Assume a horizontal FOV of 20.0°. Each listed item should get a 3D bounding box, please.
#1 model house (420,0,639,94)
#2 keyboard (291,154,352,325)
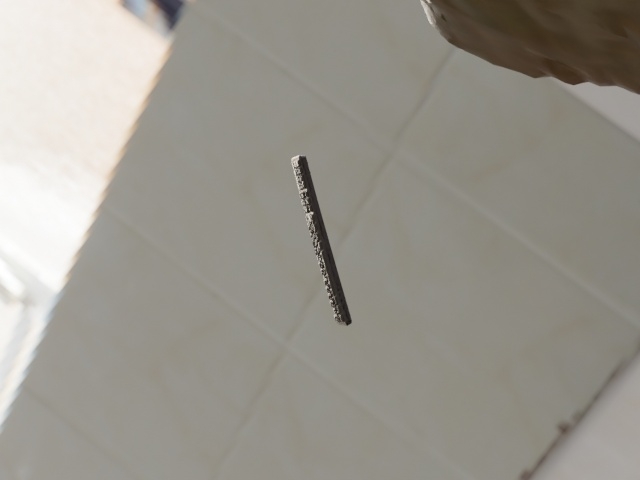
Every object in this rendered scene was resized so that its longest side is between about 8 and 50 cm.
[{"bbox_3d":[0.194,-0.245,0.617,0.334,0.342,0.382,41,-104,-44],"label":"model house"},{"bbox_3d":[0.000,0.000,1.593,0.010,0.155,0.053,-16,0,-9],"label":"keyboard"}]
